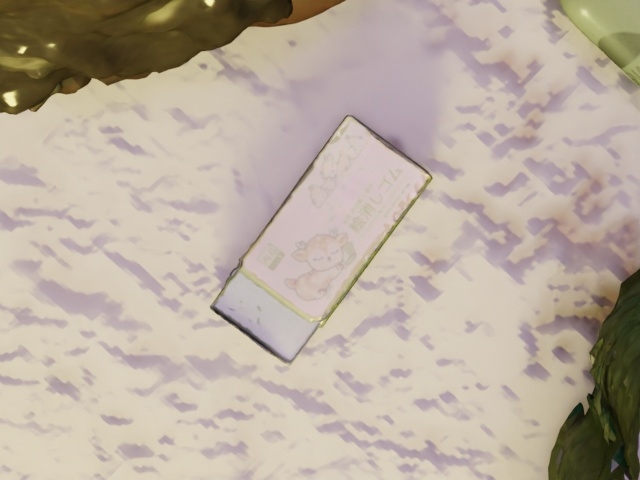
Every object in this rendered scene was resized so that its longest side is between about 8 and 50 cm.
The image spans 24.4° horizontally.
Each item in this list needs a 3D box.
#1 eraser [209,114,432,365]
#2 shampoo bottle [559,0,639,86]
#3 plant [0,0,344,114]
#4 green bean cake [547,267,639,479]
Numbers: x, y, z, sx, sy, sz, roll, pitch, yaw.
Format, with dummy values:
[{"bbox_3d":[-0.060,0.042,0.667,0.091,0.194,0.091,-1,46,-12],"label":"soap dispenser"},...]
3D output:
[{"bbox_3d":[0.000,0.000,0.516,0.038,0.019,0.083,37,96,-2],"label":"eraser"},{"bbox_3d":[0.121,-0.073,0.486,0.195,0.056,0.056,43,96,0],"label":"shampoo bottle"},{"bbox_3d":[-0.074,-0.133,0.416,0.204,0.234,0.178,-19,86,10],"label":"plant"},{"bbox_3d":[0.184,0.144,0.465,0.255,0.132,0.241,12,96,0],"label":"green bean cake"}]
